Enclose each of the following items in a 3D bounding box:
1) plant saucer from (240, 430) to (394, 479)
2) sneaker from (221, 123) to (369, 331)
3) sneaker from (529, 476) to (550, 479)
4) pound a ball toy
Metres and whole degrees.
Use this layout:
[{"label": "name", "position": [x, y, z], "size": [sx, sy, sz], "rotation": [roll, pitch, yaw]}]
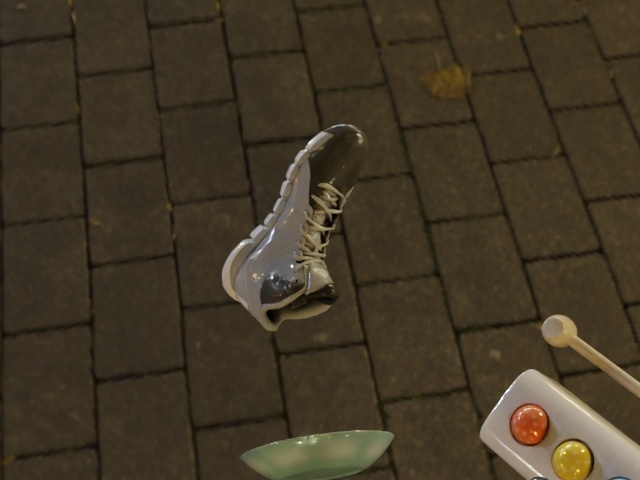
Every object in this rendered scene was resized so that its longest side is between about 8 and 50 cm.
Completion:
[{"label": "plant saucer", "position": [-0.002, 0.274, 1.380], "size": [0.195, 0.195, 0.037], "rotation": [-6, 71, -4]}, {"label": "sneaker", "position": [0.000, 0.000, 1.145], "size": [0.228, 0.086, 0.132], "rotation": [-55, 44, 14]}, {"label": "sneaker", "position": [0.202, 0.412, 1.292], "size": [0.121, 0.111, 0.299], "rotation": [21, 96, 38]}, {"label": "pound a ball toy", "position": [0.359, 0.254, 1.478], "size": [0.319, 0.136, 0.208], "rotation": [40, 98, 39]}]
